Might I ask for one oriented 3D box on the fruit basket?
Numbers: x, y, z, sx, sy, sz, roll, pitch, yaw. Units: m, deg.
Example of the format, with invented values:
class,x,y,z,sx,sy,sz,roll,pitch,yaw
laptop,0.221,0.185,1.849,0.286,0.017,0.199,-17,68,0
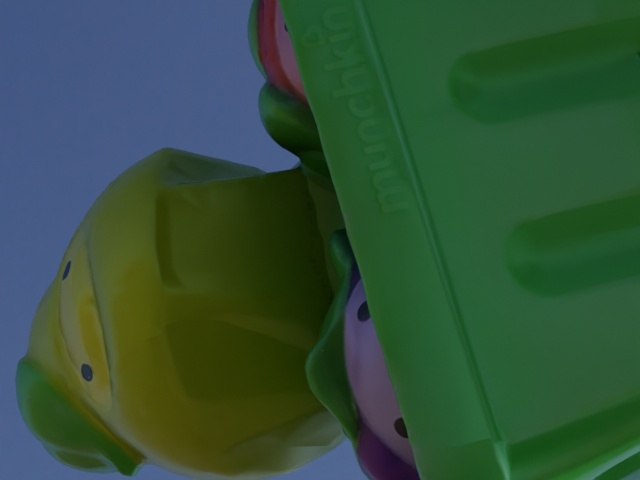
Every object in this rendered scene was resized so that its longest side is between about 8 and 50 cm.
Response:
class,x,y,z,sx,sy,sz,roll,pitch,yaw
fruit basket,0.000,0.000,0.887,0.392,0.392,0.283,-1,-19,9
